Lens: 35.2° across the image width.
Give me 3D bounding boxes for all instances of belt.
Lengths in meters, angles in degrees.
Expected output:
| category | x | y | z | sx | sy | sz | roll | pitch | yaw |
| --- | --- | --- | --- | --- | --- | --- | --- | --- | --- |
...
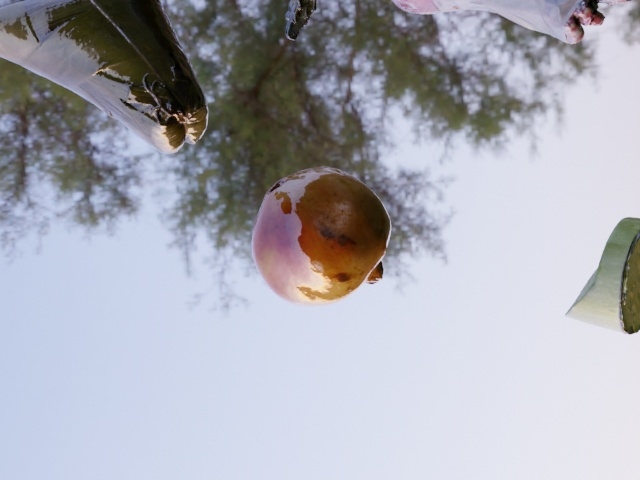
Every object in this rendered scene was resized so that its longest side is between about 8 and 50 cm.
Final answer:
| category | x | y | z | sx | sy | sz | roll | pitch | yaw |
| --- | --- | --- | --- | --- | --- | --- | --- | --- | --- |
| belt | 0.149 | -0.213 | 0.847 | 0.053 | 0.232 | 0.071 | 8 | -85 | -59 |

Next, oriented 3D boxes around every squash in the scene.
| category | x | y | z | sx | sy | sz | roll | pitch | yaw |
| --- | --- | --- | --- | --- | --- | --- | --- | --- | --- |
| squash | 0.523 | 0.049 | 1.780 | 0.220 | 0.133 | 0.220 | -37 | -42 | -43 |

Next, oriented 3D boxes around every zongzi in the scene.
| category | x | y | z | sx | sy | sz | roll | pitch | yaw |
| --- | --- | --- | --- | --- | --- | --- | --- | --- | --- |
| zongzi | -0.326 | -0.220 | 1.354 | 0.145 | 0.300 | 0.274 | 106 | 143 | -57 |

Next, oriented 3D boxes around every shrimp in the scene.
| category | x | y | z | sx | sy | sz | roll | pitch | yaw |
| --- | --- | --- | --- | --- | --- | --- | --- | --- | --- |
| shrimp | -0.013 | -0.364 | 1.306 | 0.150 | 0.051 | 0.217 | -79 | 4 | -74 |

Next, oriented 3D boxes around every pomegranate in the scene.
| category | x | y | z | sx | sy | sz | roll | pitch | yaw |
| --- | --- | --- | --- | --- | --- | --- | --- | --- | --- |
| pomegranate | -0.004 | -0.005 | 1.473 | 0.209 | 0.209 | 0.209 | 17 | -109 | -62 |
